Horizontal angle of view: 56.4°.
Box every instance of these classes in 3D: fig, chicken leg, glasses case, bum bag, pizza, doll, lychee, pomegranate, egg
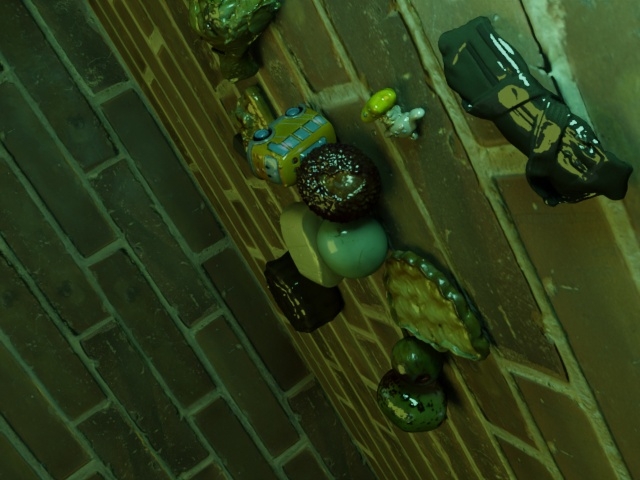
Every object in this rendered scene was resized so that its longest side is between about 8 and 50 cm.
[{"bbox_3d":[0.248,0.290,1.674,0.245,0.149,0.149,-109,1,-46],"label":"fig"},{"bbox_3d":[-0.197,-0.484,1.398,0.429,0.202,0.152,115,148,-77],"label":"chicken leg"},{"bbox_3d":[-0.236,-0.291,2.049,0.190,0.042,0.072,45,153,32],"label":"glasses case"},{"bbox_3d":[0.267,-0.162,0.796,0.326,0.080,0.142,52,160,15],"label":"bum bag"},{"bbox_3d":[-0.189,-0.321,1.783,0.223,0.089,0.323,32,151,48],"label":"pizza"},{"bbox_3d":[0.135,-0.226,1.100,0.113,0.071,0.135,33,164,12],"label":"doll"},{"bbox_3d":[0.049,-0.127,1.329,0.188,0.188,0.188,49,162,22],"label":"lychee"},{"bbox_3d":[0.281,0.438,1.755,0.214,0.214,0.247,42,126,40],"label":"pomegranate"},{"bbox_3d":[0.078,0.007,1.469,0.168,0.168,0.231,47,-177,29],"label":"egg"}]

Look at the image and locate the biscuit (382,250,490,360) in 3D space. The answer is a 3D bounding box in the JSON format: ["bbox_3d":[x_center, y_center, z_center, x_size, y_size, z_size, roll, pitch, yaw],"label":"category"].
[{"bbox_3d":[0.275,0.176,1.437,0.335,0.078,0.329,44,157,34],"label":"biscuit"}]

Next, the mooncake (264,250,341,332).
[{"bbox_3d":[-0.074,0.191,2.252,0.324,0.187,0.324,52,163,23],"label":"mooncake"}]

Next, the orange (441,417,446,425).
[{"bbox_3d":[0.366,0.570,1.947,0.086,0.062,0.086,50,160,25],"label":"orange"}]

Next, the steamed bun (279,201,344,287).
[{"bbox_3d":[0.000,0.000,1.729,0.200,0.155,0.250,9,125,64],"label":"steamed bun"}]

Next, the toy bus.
[{"bbox_3d":[-0.059,-0.216,1.408,0.136,0.209,0.126,31,150,34],"label":"toy bus"}]
